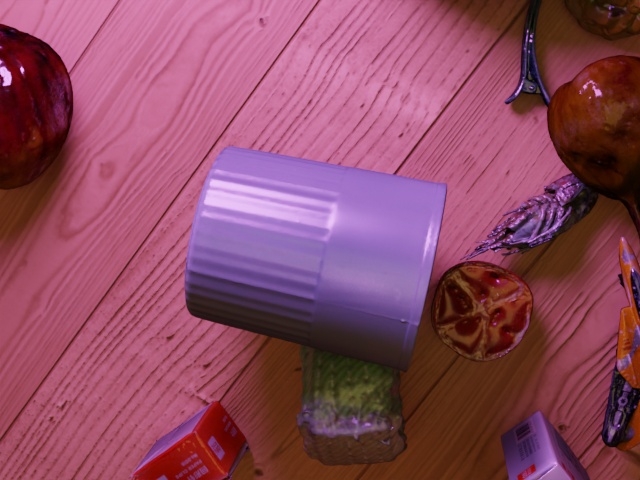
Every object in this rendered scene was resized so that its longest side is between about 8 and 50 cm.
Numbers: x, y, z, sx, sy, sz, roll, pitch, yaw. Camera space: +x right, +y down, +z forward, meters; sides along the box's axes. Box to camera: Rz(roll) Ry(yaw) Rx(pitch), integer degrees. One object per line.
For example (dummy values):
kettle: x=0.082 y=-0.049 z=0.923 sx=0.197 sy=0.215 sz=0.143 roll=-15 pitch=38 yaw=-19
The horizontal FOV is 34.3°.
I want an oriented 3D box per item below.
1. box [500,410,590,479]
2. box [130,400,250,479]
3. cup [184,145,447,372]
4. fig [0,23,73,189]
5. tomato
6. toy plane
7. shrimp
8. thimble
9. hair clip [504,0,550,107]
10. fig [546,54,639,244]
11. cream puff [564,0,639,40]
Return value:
box: x=0.336 y=0.352 z=1.497 sx=0.079 sy=0.269 sz=0.135 roll=-38 pitch=91 yaw=9
box: x=-0.197 y=0.338 z=1.601 sx=0.133 sy=0.182 sz=0.099 roll=-34 pitch=93 yaw=7
cup: x=0.001 y=-0.010 z=1.427 sx=0.311 sy=0.256 sz=0.331 roll=12 pitch=55 yaw=4
fig: x=-0.481 y=-0.202 z=1.542 sx=0.224 sy=0.224 sz=0.263 roll=-21 pitch=112 yaw=9
tomato: x=0.241 y=0.104 z=1.573 sx=0.156 sy=0.069 sz=0.155 roll=0 pitch=96 yaw=4
toy plane: x=0.484 y=0.146 z=1.543 sx=0.204 sy=0.103 sz=0.316 roll=-16 pitch=89 yaw=6
shrimp: x=0.310 y=-0.024 z=1.536 sx=0.233 sy=0.090 sz=0.079 roll=-29 pitch=127 yaw=-1
thimble: x=0.046 y=0.231 z=1.538 sx=0.150 sy=0.219 sz=0.218 roll=-6 pitch=97 yaw=5
hair clip: x=0.319 y=-0.311 z=1.522 sx=0.070 sy=0.039 sz=0.229 roll=7 pitch=98 yaw=7
fig: x=0.402 y=-0.111 z=1.452 sx=0.191 sy=0.190 sz=0.290 roll=9 pitch=88 yaw=5
cream puff: x=0.424 y=-0.353 z=1.466 sx=0.146 sy=0.116 sz=0.146 roll=1 pitch=100 yaw=3
